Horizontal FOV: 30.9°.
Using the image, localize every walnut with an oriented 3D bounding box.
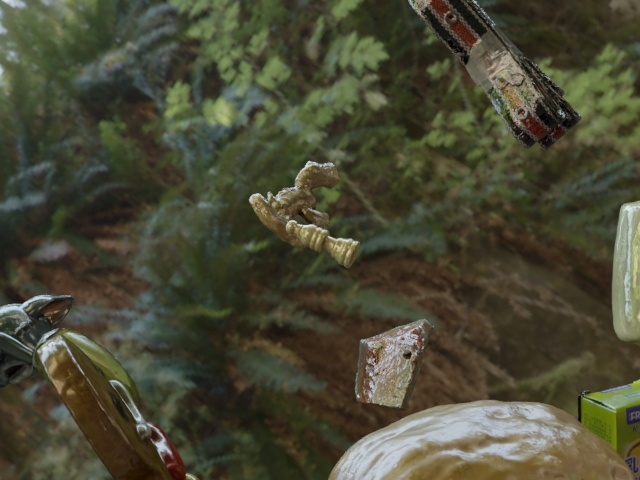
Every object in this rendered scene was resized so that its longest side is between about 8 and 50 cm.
[{"bbox_3d":[0.146,0.312,1.129,0.344,0.306,0.306,-4,-45,-20],"label":"walnut"}]

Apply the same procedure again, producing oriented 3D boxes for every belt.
[{"bbox_3d":[0.286,-0.309,1.949,0.094,0.359,0.126,-44,-8,28],"label":"belt"}]

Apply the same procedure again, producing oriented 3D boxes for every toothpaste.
[{"bbox_3d":[0.407,0.354,1.527,0.110,0.077,0.327,-8,-77,-24],"label":"toothpaste"}]

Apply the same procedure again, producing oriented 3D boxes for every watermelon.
[{"bbox_3d":[0.138,0.249,2.219,0.257,0.139,0.193,-60,-20,-83],"label":"watermelon"}]

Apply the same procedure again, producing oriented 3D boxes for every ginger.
[{"bbox_3d":[-0.030,-0.071,2.357,0.065,0.149,0.258,-27,6,43],"label":"ginger"}]

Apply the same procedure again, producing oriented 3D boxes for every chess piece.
[{"bbox_3d":[0.000,0.000,1.413,0.035,0.092,0.035,-62,-11,-22],"label":"chess piece"}]

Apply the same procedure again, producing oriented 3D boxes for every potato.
[{"bbox_3d":[-0.312,0.179,1.573,0.198,0.119,0.054,46,-138,-32],"label":"potato"}]

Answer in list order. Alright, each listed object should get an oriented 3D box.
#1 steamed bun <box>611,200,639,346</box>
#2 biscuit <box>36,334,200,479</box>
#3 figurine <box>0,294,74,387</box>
[{"bbox_3d":[0.479,0.038,1.493,0.170,0.200,0.225,16,-102,-78],"label":"steamed bun"},{"bbox_3d":[-0.151,0.244,1.135,0.064,0.283,0.432,-32,-51,-12],"label":"biscuit"},{"bbox_3d":[-0.494,0.166,1.697,0.193,0.140,0.265,-45,-30,21],"label":"figurine"}]
